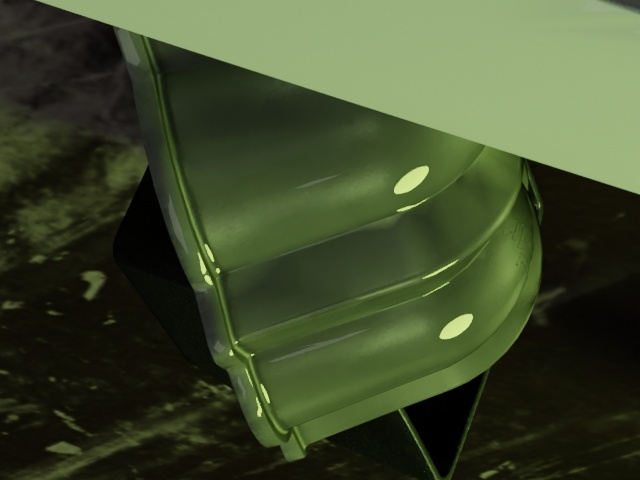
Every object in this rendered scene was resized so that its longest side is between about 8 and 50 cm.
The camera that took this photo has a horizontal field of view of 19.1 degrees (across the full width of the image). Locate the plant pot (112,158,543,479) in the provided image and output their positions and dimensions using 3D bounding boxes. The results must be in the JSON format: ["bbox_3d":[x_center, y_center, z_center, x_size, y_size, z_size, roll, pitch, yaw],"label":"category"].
[{"bbox_3d":[0.000,0.000,1.036,0.167,0.188,0.187,8,151,25],"label":"plant pot"}]

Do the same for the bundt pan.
[{"bbox_3d":[0.009,-0.085,0.774,0.124,0.331,0.331,-13,145,6],"label":"bundt pan"}]

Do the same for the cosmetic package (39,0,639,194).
[{"bbox_3d":[0.075,-0.170,0.620,0.377,0.284,0.097,17,148,-11],"label":"cosmetic package"}]
